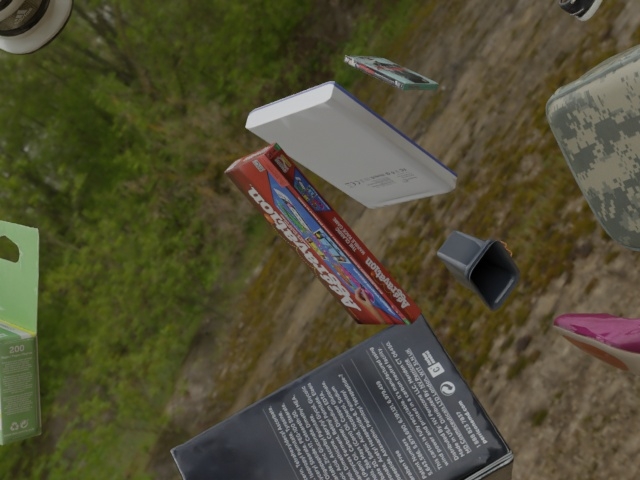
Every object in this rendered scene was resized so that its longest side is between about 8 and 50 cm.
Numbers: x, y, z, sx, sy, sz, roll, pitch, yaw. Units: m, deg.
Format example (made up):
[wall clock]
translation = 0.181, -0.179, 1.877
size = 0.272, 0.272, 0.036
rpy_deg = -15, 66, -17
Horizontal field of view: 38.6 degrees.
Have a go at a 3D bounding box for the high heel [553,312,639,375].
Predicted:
[high heel]
translation = 0.567, 0.132, 1.482
size = 0.377, 0.127, 0.181
rpy_deg = 16, 73, 43

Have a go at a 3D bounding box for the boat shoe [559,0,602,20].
[boat shoe]
translation = 0.308, -0.309, 1.019
size = 0.125, 0.038, 0.046
rpy_deg = -63, 22, 14

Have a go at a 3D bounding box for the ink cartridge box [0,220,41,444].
[ink cartridge box]
translation = -0.384, 0.097, 1.052
size = 0.171, 0.056, 0.235
rpy_deg = 9, 102, 45

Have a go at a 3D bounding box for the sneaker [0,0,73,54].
[sneaker]
translation = -0.495, -0.432, 1.091
size = 0.169, 0.447, 0.257
rpy_deg = -45, -19, 1

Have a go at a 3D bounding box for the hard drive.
[hard drive]
translation = 0.057, -0.155, 1.580
size = 0.210, 0.318, 0.040
rpy_deg = -11, 58, 45

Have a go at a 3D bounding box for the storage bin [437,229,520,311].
[storage bin]
translation = 0.261, 0.037, 1.517
size = 0.091, 0.135, 0.098
rpy_deg = 31, 80, 41

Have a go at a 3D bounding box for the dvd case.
[dvd case]
translation = 0.105, -0.250, 1.360
size = 0.087, 0.119, 0.013
rpy_deg = -9, -57, -46

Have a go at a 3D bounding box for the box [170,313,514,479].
[box]
translation = 0.062, 0.422, 1.615
size = 0.471, 0.297, 0.480
rpy_deg = -30, -26, -4

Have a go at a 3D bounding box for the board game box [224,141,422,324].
[board game box]
translation = 0.000, 0.000, 1.165
size = 0.027, 0.281, 0.145
rpy_deg = -46, 14, -20

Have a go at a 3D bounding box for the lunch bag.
[lunch bag]
translation = 0.425, -0.138, 0.907
size = 0.256, 0.213, 0.305
rpy_deg = -31, 2, -20
